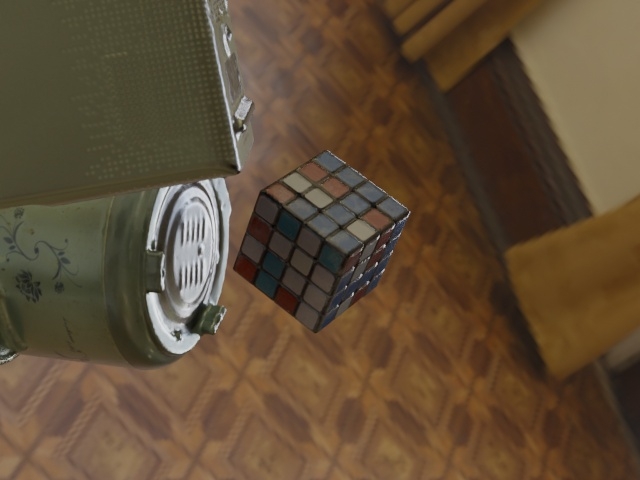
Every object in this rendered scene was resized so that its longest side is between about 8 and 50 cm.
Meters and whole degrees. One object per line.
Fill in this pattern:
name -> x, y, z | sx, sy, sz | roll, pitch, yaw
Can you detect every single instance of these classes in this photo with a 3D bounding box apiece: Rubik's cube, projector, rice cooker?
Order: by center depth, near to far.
projector -> -0.174, -0.119, 0.938 | 0.163, 0.242, 0.177 | -93, 174, -76
Rubik's cube -> 0.000, 0.000, 1.136 | 0.092, 0.092, 0.092 | 37, 42, 17
rice cooker -> -0.253, -0.001, 1.432 | 0.316, 0.317, 0.264 | -86, 168, -46
